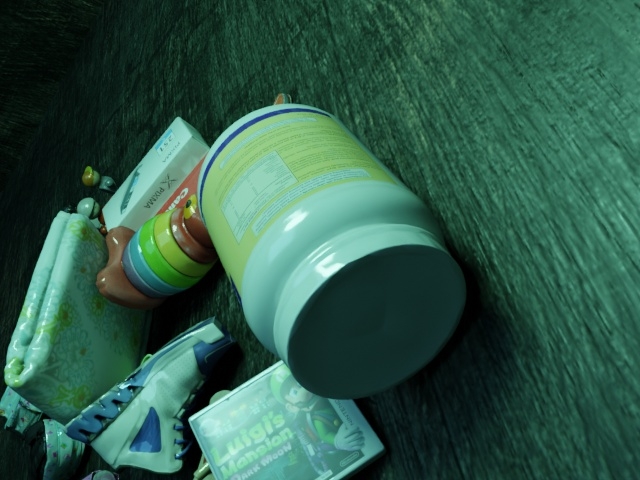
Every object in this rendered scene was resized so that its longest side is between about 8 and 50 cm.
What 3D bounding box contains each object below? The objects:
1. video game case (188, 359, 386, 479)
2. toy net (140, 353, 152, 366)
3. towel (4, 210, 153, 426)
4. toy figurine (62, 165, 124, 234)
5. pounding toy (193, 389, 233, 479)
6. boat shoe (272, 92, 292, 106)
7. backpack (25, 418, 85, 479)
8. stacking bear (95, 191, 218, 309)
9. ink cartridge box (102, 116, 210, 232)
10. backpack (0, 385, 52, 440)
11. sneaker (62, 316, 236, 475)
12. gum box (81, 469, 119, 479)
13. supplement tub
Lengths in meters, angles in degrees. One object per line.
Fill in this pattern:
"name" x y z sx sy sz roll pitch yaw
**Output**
"video game case" -0.045 0.238 0.760 0.190 0.022 0.173 -31 54 -9
"toy net" -0.272 0.243 1.167 0.232 0.045 0.122 -39 45 36
"towel" -0.447 0.172 1.195 0.090 0.320 0.374 -10 52 12
"toy figurine" -0.620 -0.070 1.697 0.213 0.148 0.209 -48 41 29
"pounding toy" -0.140 0.296 0.870 0.154 0.155 0.269 41 105 50
"boat shoe" -0.093 -0.213 1.152 0.049 0.043 0.137 19 88 57
"backpack" -0.615 0.481 1.444 0.152 0.115 0.182 59 136 30
"stacking bear" -0.262 0.003 1.178 0.289 0.164 0.175 -32 42 28
"ink cartridge box" -0.357 -0.107 1.383 0.296 0.066 0.261 -49 38 7
"backpack" -0.710 0.389 1.582 0.188 0.144 0.166 -55 -3 7
"sneaker" -0.253 0.284 1.056 0.315 0.182 0.127 -38 4 -2
"gum box" -0.458 0.566 1.243 0.107 0.062 0.188 -39 45 36
"supplement tub" 0.000 0.000 0.752 0.241 0.241 0.331 -57 37 18
